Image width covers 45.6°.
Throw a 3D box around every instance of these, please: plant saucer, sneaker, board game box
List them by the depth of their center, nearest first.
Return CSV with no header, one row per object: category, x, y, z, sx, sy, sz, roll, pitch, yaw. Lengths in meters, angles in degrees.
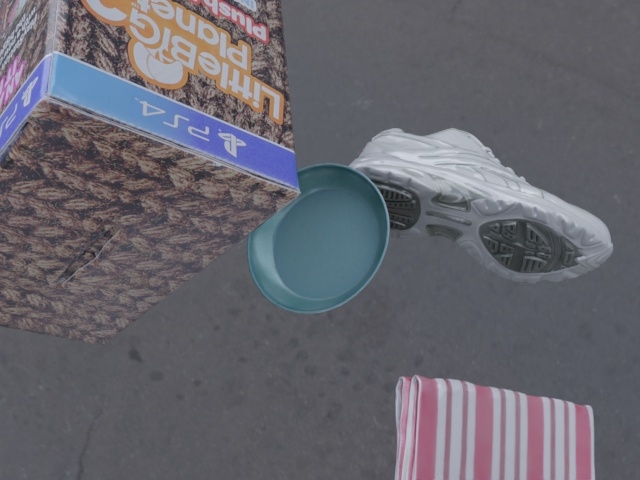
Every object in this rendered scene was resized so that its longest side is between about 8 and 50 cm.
board game box,-0.147,-0.116,0.498,0.232,0.141,0.291,-34,51,40
plant saucer,0.000,0.000,0.583,0.119,0.021,0.120,-9,68,23
sneaker,0.137,-0.046,0.649,0.232,0.090,0.115,20,49,5

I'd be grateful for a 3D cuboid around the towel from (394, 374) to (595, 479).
towel,0.137,0.187,0.586,0.196,0.029,0.144,14,73,-26
